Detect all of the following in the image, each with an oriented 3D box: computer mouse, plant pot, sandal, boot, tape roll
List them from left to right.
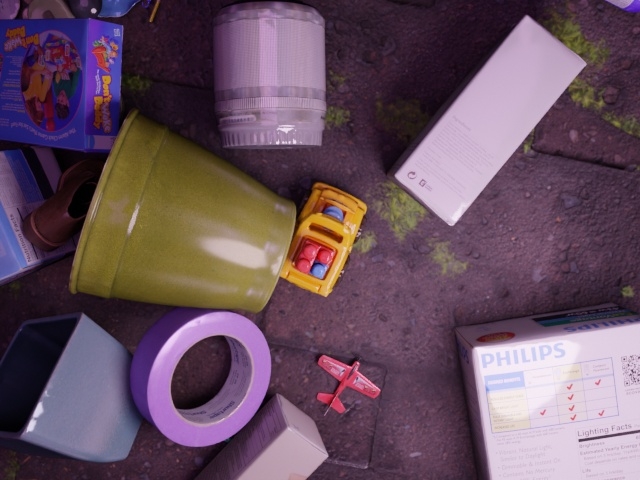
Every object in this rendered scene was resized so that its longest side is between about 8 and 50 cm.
[{"bbox_3d":[-0.513,-0.356,1.433,0.120,0.086,0.303,-28,99,3],"label":"sandal"},{"bbox_3d":[-0.500,-0.557,1.411,0.071,0.041,0.242,-18,94,11],"label":"computer mouse"},{"bbox_3d":[-0.486,0.316,1.391,0.252,0.247,0.248,42,52,-35],"label":"plant pot"},{"bbox_3d":[-0.447,-0.089,1.353,0.115,0.305,0.112,-31,112,19],"label":"boot"},{"bbox_3d":[-0.246,-0.019,1.355,0.353,0.366,0.366,19,95,-11],"label":"plant pot"},{"bbox_3d":[-0.237,0.267,1.416,0.275,0.090,0.275,-8,104,-35],"label":"tape roll"}]

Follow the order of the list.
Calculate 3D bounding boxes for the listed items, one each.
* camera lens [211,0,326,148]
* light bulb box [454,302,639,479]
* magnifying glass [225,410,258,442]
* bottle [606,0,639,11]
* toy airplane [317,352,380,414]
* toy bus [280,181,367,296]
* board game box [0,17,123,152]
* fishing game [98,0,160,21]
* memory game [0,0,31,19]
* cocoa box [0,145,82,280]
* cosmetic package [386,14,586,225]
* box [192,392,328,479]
[{"bbox_3d":[-0.099,-0.320,1.371,0.219,0.219,0.274,-1,95,0],"label":"camera lens"},{"bbox_3d":[0.484,0.340,1.425,0.358,0.225,0.361,-9,94,2],"label":"light bulb box"},{"bbox_3d":[-0.244,0.396,1.535,0.231,0.026,0.092,2,95,-2],"label":"magnifying glass"},{"bbox_3d":[0.546,-0.568,1.411,0.283,0.092,0.118,27,96,-2],"label":"bottle"},{"bbox_3d":[0.050,0.314,1.522,0.151,0.028,0.151,0,94,2],"label":"toy airplane"},{"bbox_3d":[0.000,0.000,1.405,0.149,0.211,0.220,25,93,0],"label":"toy bus"},{"bbox_3d":[-0.531,-0.300,1.351,0.347,0.078,0.233,11,101,32],"label":"board game box"},{"bbox_3d":[-0.446,-0.553,1.443,0.264,0.041,0.189,27,93,-1],"label":"fishing game"},{"bbox_3d":[-0.670,-0.493,1.462,0.186,0.012,0.186,0,96,0],"label":"memory game"},{"bbox_3d":[-0.678,-0.013,1.356,0.347,0.228,0.231,-21,95,17],"label":"cocoa box"},{"bbox_3d":[0.311,-0.229,1.383,0.156,0.217,0.385,40,96,-3],"label":"cosmetic package"},{"bbox_3d":[-0.143,0.490,1.469,0.311,0.148,0.121,-46,111,5],"label":"box"}]
